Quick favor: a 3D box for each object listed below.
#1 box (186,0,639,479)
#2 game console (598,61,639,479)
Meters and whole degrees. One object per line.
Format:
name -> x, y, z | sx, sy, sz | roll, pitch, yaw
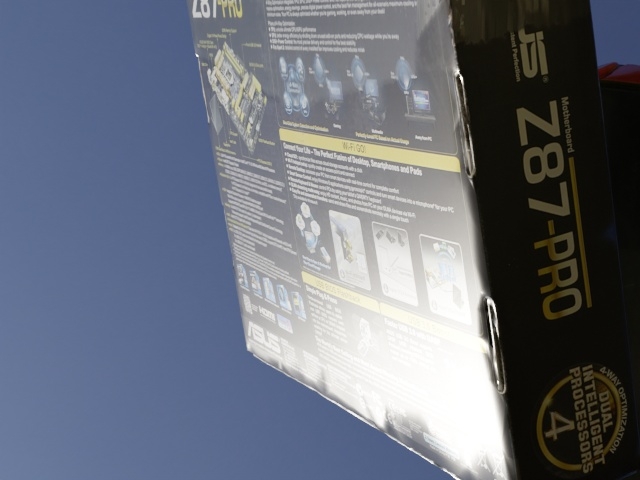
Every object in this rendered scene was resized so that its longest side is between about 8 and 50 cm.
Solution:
box -> 0.035, -0.038, 0.824 | 0.097, 0.395, 0.318 | -17, -75, -22
game console -> 0.317, 0.058, 1.048 | 0.342, 0.060, 0.387 | 15, -69, 44
